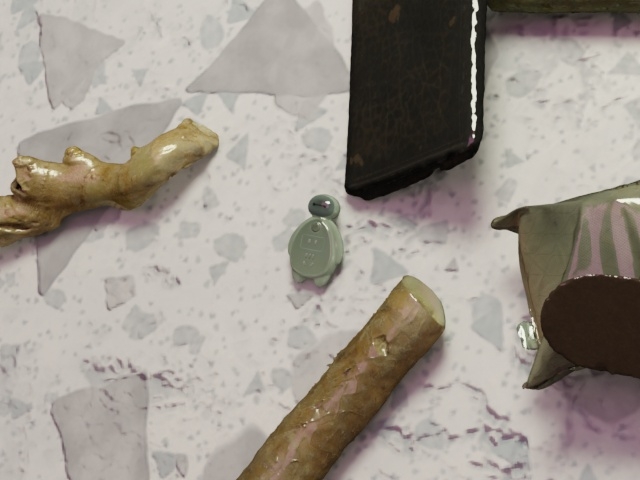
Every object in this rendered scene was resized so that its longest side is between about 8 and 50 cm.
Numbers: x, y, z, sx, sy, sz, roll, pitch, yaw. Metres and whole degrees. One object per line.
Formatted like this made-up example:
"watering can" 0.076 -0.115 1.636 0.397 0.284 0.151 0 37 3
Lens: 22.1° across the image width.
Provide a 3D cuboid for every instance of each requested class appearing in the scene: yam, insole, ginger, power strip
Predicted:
"yam" 0.233 -0.232 1.449 0.169 0.068 0.068 5 72 26
"insole" 0.329 0.086 1.241 0.327 0.007 0.111 12 110 7
"ginger" -0.236 -0.057 1.575 0.288 0.075 0.089 -20 105 13
"power strip" 0.000 0.000 1.482 0.055 0.035 0.083 10 88 26
"yam" 0.001 0.159 1.397 0.066 0.066 0.300 37 88 30

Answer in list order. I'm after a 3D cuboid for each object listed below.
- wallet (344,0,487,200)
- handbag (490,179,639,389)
"wallet" 0.091 -0.203 1.487 0.170 0.044 0.321 -18 62 44
"handbag" 0.277 0.023 1.303 0.270 0.117 0.183 -15 60 15
